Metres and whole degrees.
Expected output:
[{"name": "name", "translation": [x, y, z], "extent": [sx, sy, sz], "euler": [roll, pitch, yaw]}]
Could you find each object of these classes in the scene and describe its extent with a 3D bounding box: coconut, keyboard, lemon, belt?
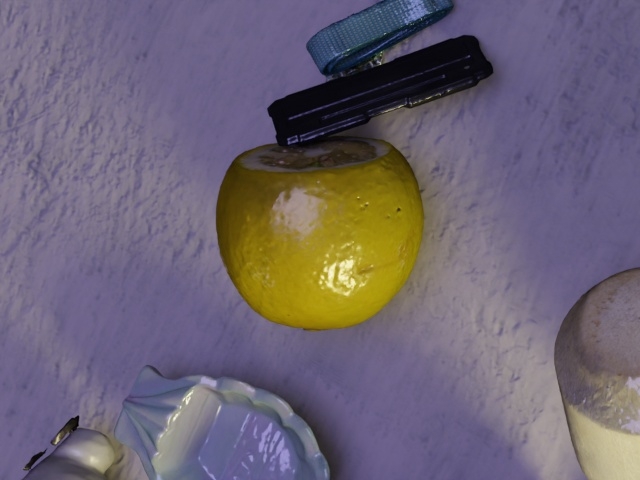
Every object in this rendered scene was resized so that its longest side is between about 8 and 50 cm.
[{"name": "coconut", "translation": [0.372, 0.164, 1.723], "extent": [0.237, 0.266, 0.237], "euler": [-9, 43, 9]}, {"name": "keyboard", "translation": [0.068, -0.174, 1.904], "extent": [0.262, 0.016, 0.106], "euler": [-19, 35, 1]}, {"name": "lemon", "translation": [0.000, 0.000, 1.878], "extent": [0.240, 0.240, 0.219], "euler": [3, 108, 22]}, {"name": "belt", "translation": [0.073, -0.249, 1.952], "extent": [0.179, 0.100, 0.065], "euler": [-25, 77, 3]}]

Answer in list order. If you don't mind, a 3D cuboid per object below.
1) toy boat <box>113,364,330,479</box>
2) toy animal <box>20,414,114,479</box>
[{"name": "toy boat", "translation": [-0.108, 0.257, 1.973], "extent": [0.290, 0.100, 0.199], "euler": [29, 97, 19]}, {"name": "toy animal", "translation": [-0.264, 0.423, 1.995], "extent": [0.357, 0.194, 0.258], "euler": [42, 92, 5]}]
